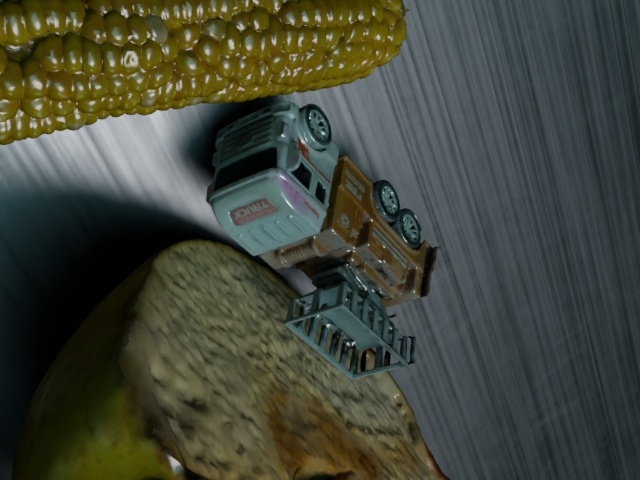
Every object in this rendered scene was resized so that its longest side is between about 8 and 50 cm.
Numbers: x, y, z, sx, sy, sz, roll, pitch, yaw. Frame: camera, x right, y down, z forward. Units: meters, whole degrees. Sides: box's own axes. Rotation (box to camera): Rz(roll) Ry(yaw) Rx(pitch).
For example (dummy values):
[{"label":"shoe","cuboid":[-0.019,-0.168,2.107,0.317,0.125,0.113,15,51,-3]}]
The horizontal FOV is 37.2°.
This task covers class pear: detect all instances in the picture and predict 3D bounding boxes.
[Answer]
[{"label":"pear","cuboid":[-0.057,0.186,0.616,0.191,0.340,0.386,-34,156,15]}]

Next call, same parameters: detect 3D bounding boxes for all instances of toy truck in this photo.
[{"label":"toy truck","cuboid":[-0.001,0.000,0.647,0.080,0.115,0.177,-19,133,33]}]

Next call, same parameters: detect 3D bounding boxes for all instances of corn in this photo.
[{"label":"corn","cuboid":[-0.084,-0.126,0.563,0.312,0.102,0.102,-15,120,-27]}]
